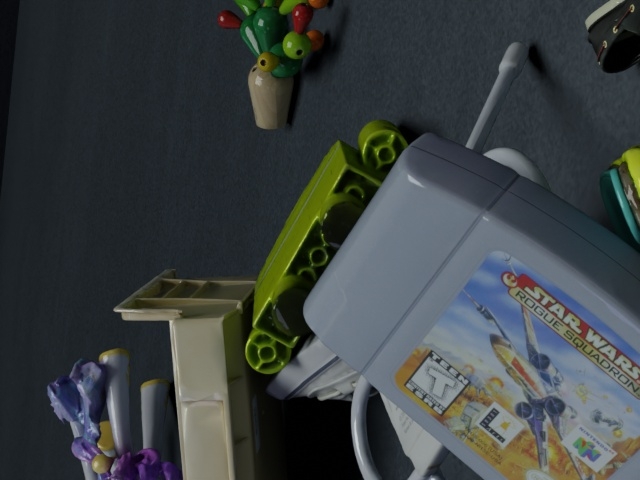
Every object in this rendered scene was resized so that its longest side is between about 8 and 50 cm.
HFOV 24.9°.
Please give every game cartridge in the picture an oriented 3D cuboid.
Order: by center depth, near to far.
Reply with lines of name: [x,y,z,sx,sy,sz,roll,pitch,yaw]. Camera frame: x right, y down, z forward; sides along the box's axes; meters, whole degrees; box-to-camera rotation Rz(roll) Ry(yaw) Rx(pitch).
game cartridge: [0.139,0.077,0.886,0.297,0.062,0.198,39,142,7]

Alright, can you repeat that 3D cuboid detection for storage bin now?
storage bin: [-0.113,0.175,1.447,0.260,0.123,0.262,-49,-44,-80]

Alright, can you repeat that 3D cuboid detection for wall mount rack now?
wall mount rack: [0.118,0.032,1.085,0.350,0.130,0.304,115,143,-45]

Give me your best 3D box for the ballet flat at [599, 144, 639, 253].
ballet flat: [0.216,-0.026,0.880,0.231,0.077,0.077,10,-123,-80]

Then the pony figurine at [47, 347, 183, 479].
pony figurine: [-0.241,0.330,1.793,0.351,0.302,0.363,60,-164,-69]

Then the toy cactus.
toy cactus: [-0.060,-0.206,1.544,0.219,0.112,0.181,36,133,52]

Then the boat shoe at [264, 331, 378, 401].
boat shoe: [0.023,0.109,1.343,0.096,0.088,0.267,-57,4,-27]

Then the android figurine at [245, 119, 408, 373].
android figurine: [0.000,0.000,1.319,0.248,0.056,0.273,-60,6,7]

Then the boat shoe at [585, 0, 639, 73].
boat shoe: [0.218,-0.152,0.939,0.133,0.049,0.042,134,127,-61]
